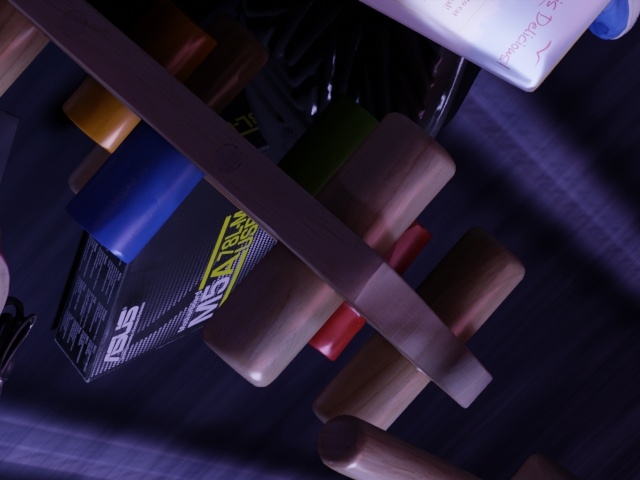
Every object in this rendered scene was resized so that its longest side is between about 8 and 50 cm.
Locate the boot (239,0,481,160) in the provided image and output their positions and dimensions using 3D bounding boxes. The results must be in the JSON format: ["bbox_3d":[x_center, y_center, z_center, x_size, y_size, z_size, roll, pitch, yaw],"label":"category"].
[{"bbox_3d":[0.121,-0.179,1.055,0.260,0.131,0.348,-21,152,-40],"label":"boot"}]

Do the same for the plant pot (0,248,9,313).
[{"bbox_3d":[-0.217,-0.020,0.739,0.201,0.180,0.201,-34,160,-14],"label":"plant pot"}]

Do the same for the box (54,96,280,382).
[{"bbox_3d":[-0.061,-0.013,1.213,0.184,0.045,0.190,-27,156,-36],"label":"box"}]

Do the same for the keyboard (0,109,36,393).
[{"bbox_3d":[-0.205,0.086,0.965,0.201,0.033,0.317,22,85,-66],"label":"keyboard"}]

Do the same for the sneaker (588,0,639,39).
[{"bbox_3d":[0.155,-0.159,1.254,0.084,0.058,0.152,-41,156,-13],"label":"sneaker"}]

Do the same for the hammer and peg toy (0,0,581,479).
[{"bbox_3d":[0.000,0.000,0.895,0.127,0.361,0.266,-48,159,-1],"label":"hammer and peg toy"}]

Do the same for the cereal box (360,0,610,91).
[{"bbox_3d":[0.047,-0.183,0.852,0.240,0.047,0.173,26,120,-26],"label":"cereal box"}]
